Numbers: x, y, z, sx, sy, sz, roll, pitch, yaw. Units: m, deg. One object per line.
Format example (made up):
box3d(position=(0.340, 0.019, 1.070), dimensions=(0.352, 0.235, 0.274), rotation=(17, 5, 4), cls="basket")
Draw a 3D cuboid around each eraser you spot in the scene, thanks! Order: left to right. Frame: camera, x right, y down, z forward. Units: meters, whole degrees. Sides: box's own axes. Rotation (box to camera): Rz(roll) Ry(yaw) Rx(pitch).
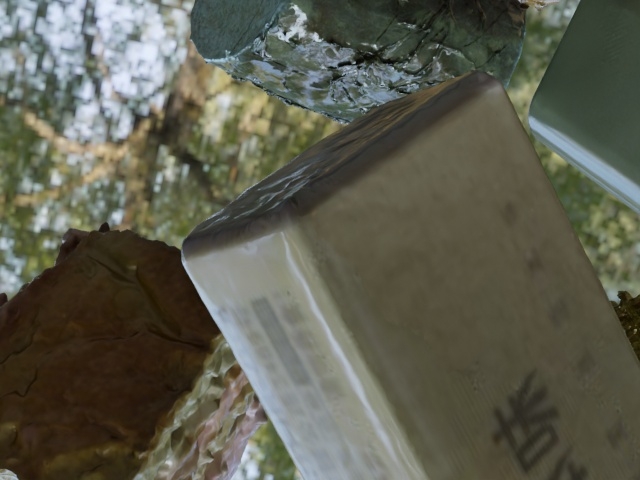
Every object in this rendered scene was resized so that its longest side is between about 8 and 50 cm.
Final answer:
box3d(position=(0.084, 0.111, 0.606), dimensions=(0.144, 0.078, 0.343), rotation=(-37, -77, -39), cls="eraser")

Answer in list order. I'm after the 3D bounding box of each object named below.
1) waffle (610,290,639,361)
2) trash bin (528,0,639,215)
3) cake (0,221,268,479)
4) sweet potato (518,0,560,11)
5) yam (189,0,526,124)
box3d(position=(0.325, 0.143, 1.546), dimensions=(0.197, 0.070, 0.193), rotation=(-14, -132, 30), cls="waffle")
box3d(position=(0.365, -0.152, 1.558), dimensions=(0.121, 0.243, 0.247), rotation=(8, -156, -41), cls="trash bin")
box3d(position=(-0.235, 0.183, 1.544), dimensions=(0.293, 0.307, 0.314), rotation=(28, -115, 18), cls="cake")
box3d(position=(0.305, -0.302, 1.259), dimensions=(0.336, 0.131, 0.131), rotation=(-20, -136, -22), cls="sweet potato")
box3d(position=(0.051, -0.236, 1.593), dimensions=(0.348, 0.241, 0.241), rotation=(14, -152, -29), cls="yam")
